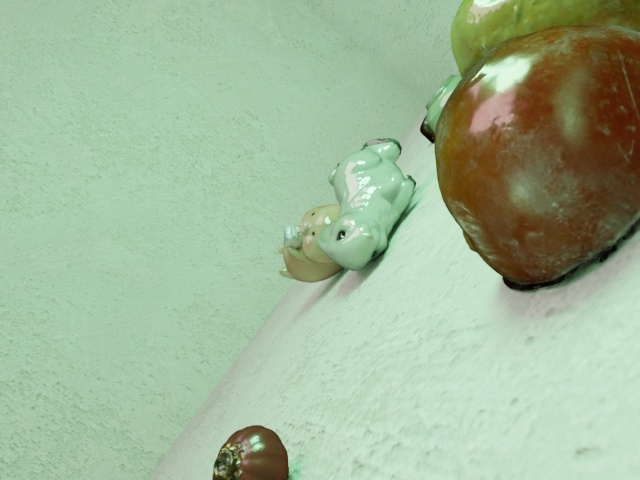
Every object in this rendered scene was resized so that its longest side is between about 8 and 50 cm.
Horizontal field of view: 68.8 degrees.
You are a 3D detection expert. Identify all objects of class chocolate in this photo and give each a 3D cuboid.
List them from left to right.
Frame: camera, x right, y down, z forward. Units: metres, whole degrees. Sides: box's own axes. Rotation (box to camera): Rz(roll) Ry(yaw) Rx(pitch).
[{"bbox_3d":[0.393,-0.408,1.560,0.149,0.080,0.125,-52,3,20],"label":"chocolate"}]

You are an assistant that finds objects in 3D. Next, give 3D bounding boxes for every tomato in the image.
[{"bbox_3d":[0.180,-0.087,0.392,0.214,0.155,0.180,-51,7,-19],"label":"tomato"}]

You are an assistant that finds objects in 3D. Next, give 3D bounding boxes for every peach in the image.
[{"bbox_3d":[0.288,-0.265,0.579,0.235,0.214,0.214,-16,32,53],"label":"peach"}]

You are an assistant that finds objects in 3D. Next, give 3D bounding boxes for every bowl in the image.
[{"bbox_3d":[0.382,-0.397,1.350,0.211,0.112,0.211,-52,1,2],"label":"bowl"}]

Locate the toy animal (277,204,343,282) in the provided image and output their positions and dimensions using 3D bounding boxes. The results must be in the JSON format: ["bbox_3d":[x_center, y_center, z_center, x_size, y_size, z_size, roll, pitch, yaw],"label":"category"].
[{"bbox_3d":[0.000,-0.002,1.317,0.256,0.212,0.195,116,155,-60],"label":"toy animal"}]

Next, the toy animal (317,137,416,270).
[{"bbox_3d":[0.095,-0.072,1.110,0.257,0.194,0.357,-14,37,41],"label":"toy animal"}]

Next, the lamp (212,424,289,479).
[{"bbox_3d":[-0.083,0.273,0.558,0.101,0.090,0.101,-22,50,29],"label":"lamp"}]
